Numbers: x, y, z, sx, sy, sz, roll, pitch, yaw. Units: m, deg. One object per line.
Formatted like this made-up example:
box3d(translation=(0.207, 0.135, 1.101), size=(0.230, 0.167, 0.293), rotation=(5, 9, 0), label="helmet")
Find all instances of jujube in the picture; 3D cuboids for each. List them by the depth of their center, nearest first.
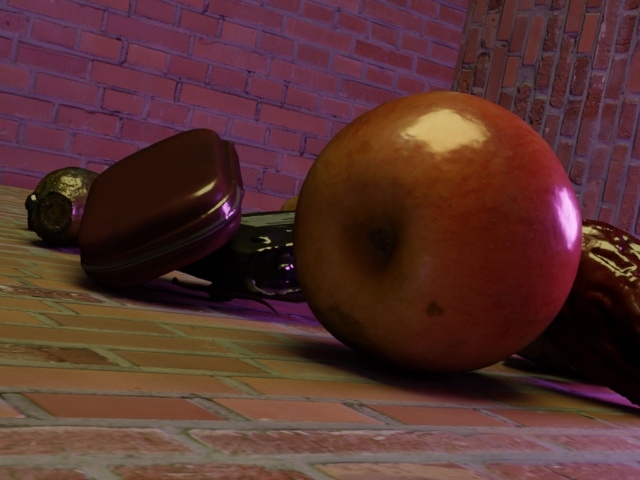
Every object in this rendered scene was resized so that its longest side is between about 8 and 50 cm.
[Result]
box3d(translation=(0.394, 0.098, 1.434), size=(0.197, 0.197, 0.290), rotation=(8, 36, -50), label="jujube")

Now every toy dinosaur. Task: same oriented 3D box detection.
box3d(translation=(-0.142, 0.081, 1.656), size=(0.180, 0.037, 0.058), rotation=(6, 14, 16), label="toy dinosaur")

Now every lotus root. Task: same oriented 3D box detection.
box3d(translation=(-0.451, -0.060, 2.007), size=(0.160, 0.151, 0.275), rotation=(20, 5, 3), label="lotus root")

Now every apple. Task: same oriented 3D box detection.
box3d(translation=(0.134, -0.007, 1.336), size=(0.364, 0.363, 0.364), rotation=(11, 3, -1), label="apple")

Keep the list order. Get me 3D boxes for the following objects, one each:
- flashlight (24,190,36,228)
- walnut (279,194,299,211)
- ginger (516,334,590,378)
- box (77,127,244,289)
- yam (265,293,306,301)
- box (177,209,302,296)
box3d(translation=(-0.407, -0.036, 2.240), size=(0.424, 0.103, 0.103), rotation=(11, 3, -15), label="flashlight")
box3d(translation=(0.000, 0.000, 2.137), size=(0.195, 0.195, 0.222), rotation=(14, 0, 41), label="walnut")
box3d(translation=(0.407, 0.150, 1.621), size=(0.270, 0.123, 0.219), rotation=(20, 12, 5), label="ginger")
box3d(translation=(-0.244, -0.055, 1.638), size=(0.263, 0.108, 0.404), rotation=(-23, 21, 3), label="box")
box3d(translation=(-0.071, 0.067, 1.821), size=(0.147, 0.069, 0.070), rotation=(11, 3, -26), label="yam")
box3d(translation=(-0.059, 0.005, 1.721), size=(0.359, 0.091, 0.350), rotation=(-7, 13, -35), label="box")
